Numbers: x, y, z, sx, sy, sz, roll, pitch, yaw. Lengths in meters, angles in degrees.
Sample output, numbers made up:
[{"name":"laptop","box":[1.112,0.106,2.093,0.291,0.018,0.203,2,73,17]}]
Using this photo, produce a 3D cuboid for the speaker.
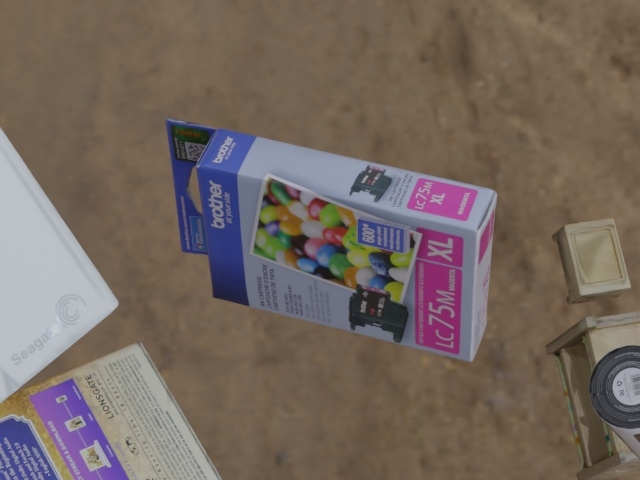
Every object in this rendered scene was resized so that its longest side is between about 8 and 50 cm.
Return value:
[{"name":"speaker","box":[0.213,0.110,1.151,0.136,0.055,0.055,43,50,-62]}]

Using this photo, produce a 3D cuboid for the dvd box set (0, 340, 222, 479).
[{"name":"dvd box set","box":[-0.268,0.289,1.481,0.420,0.062,0.307,-23,62,-22]}]

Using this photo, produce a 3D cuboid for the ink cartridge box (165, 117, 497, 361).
[{"name":"ink cartridge box","box":[0.000,0.000,1.628,0.186,0.311,0.065,88,23,-48]}]

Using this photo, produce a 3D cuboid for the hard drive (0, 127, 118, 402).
[{"name":"hard drive","box":[-0.296,-0.020,1.193,0.203,0.040,0.307,-40,109,-25]}]

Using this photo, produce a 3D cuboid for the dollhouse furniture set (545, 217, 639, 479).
[{"name":"dollhouse furniture set","box":[0.263,0.079,1.371,0.161,0.101,0.182,-7,75,-15]}]
